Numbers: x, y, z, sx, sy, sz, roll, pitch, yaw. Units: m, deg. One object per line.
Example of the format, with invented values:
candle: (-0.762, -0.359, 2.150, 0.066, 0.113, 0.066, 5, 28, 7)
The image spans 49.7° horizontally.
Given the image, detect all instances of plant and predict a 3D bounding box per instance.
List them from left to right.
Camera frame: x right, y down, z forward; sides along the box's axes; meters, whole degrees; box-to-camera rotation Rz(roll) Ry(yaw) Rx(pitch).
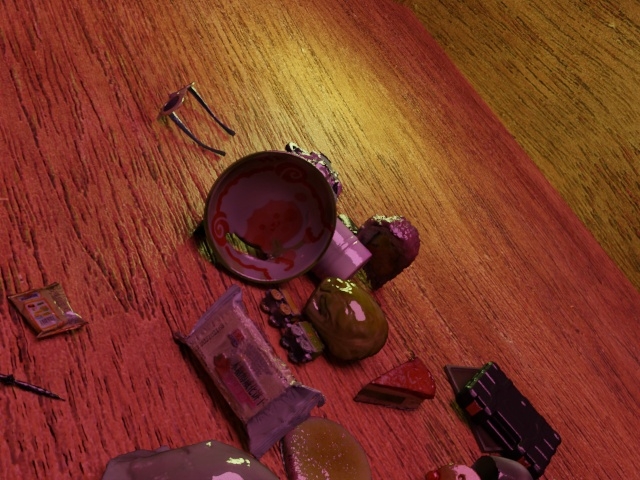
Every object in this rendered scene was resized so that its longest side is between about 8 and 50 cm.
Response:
plant: (0.077, -0.006, 1.986, 0.092, 0.094, 0.143, 30, 21, -42)

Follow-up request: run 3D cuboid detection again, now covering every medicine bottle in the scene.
medicine bottle: (0.000, 0.000, 1.838, 0.254, 0.152, 0.152, 46, 34, 8)

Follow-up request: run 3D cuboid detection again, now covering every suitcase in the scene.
suitcase: (0.501, 0.475, 1.834, 0.285, 0.066, 0.206, 49, 35, 12)

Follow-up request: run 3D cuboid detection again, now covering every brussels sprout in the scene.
brussels sprout: (0.072, 0.186, 1.689, 0.223, 0.161, 0.223, 31, 36, -26)

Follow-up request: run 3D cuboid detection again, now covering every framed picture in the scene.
framed picture: (0.453, 0.454, 1.884, 0.189, 0.023, 0.260, 11, 44, -37)

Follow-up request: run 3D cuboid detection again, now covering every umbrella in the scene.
umbrella: (-0.505, 0.245, 1.180, 0.148, 0.022, 0.022, 23, 80, -25)

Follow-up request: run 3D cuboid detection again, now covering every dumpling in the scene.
dumpling: (-0.193, 0.437, 1.130, 0.321, 0.270, 0.212, 51, 50, -29)

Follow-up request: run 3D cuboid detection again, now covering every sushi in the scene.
sushi: (0.197, 0.034, 1.902, 0.107, 0.161, 0.241, -49, 134, -44)

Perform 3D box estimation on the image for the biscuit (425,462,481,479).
biscuit: (0.331, 0.587, 1.530, 0.166, 0.036, 0.225, -39, 73, -16)

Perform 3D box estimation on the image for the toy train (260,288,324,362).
toy train: (-0.068, 0.199, 1.632, 0.081, 0.060, 0.202, 3, 48, -52)

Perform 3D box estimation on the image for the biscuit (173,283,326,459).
biscuit: (-0.144, 0.256, 1.391, 0.309, 0.186, 0.079, 52, 6, 20)

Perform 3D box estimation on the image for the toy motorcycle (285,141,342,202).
toy motorcycle: (-0.005, -0.185, 2.083, 0.239, 0.108, 0.204, 14, 42, -34)

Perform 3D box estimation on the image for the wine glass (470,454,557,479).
wine glass: (0.474, 0.598, 1.652, 0.241, 0.126, 0.126, 25, 37, -21)

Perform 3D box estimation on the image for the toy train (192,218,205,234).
toy train: (-0.262, -0.066, 1.751, 0.042, 0.044, 0.209, 37, 34, -9)

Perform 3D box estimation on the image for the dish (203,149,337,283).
dish: (-0.129, -0.063, 1.704, 0.324, 0.324, 0.124, 29, 3, -17)

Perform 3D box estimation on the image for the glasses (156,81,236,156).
glasses: (-0.334, -0.357, 1.974, 0.220, 0.088, 0.190, 32, 34, -13)

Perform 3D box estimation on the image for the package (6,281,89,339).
package: (-0.510, 0.130, 1.296, 0.121, 0.031, 0.108, 47, 33, 19)

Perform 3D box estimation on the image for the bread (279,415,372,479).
bread: (0.018, 0.464, 1.434, 0.228, 0.033, 0.228, 26, 38, -22)

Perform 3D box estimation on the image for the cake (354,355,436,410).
cake: (0.192, 0.369, 1.667, 0.117, 0.086, 0.220, 51, 34, 18)
